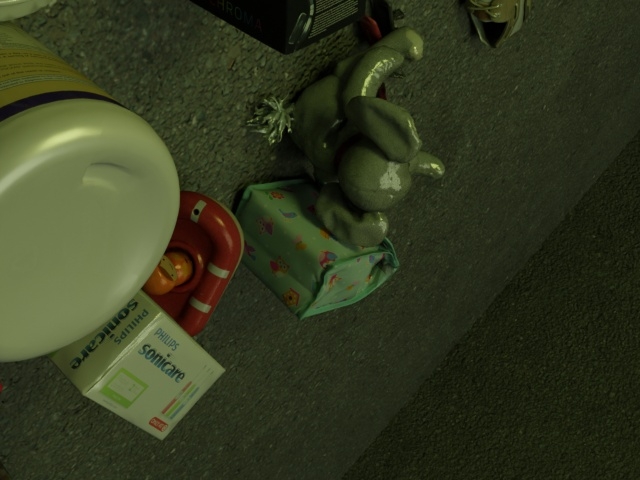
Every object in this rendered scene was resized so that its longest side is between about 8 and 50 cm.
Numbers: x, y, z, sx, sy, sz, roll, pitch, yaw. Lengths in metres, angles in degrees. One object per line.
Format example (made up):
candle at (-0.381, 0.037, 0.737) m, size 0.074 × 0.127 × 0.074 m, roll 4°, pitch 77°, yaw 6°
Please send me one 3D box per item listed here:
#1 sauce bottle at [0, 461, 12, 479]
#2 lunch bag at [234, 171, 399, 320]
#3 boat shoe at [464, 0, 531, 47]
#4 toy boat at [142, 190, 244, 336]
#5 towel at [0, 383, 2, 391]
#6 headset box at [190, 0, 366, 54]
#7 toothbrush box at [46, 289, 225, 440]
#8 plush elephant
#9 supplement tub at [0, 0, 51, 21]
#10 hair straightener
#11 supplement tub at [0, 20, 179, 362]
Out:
sauce bottle at (-0.587, 0.421, 1.104) m, size 0.344 × 0.111 × 0.111 m, roll -29°, pitch 144°, yaw -41°
lunch bag at (0.000, 0.000, 1.419) m, size 0.262 × 0.223 × 0.160 m, roll -15°, pitch 141°, yaw -51°
boat shoe at (0.332, -0.461, 1.533) m, size 0.103 × 0.113 × 0.302 m, roll -60°, pitch 154°, yaw -1°
toy boat at (-0.216, 0.040, 1.184) m, size 0.231 × 0.151 × 0.151 m, roll -62°, pitch 171°, yaw 13°
towel at (-0.427, 0.033, 0.782) m, size 0.031 × 0.199 × 0.275 m, roll -43°, pitch 143°, yaw -11°
headset box at (-0.071, -0.383, 0.843) m, size 0.131 × 0.246 × 0.283 m, roll -35°, pitch 148°, yaw -32°
toothbrush box at (-0.275, 0.083, 0.968) m, size 0.122 × 0.283 × 0.206 m, roll -48°, pitch 153°, yaw -12°
plush elephant at (0.081, -0.152, 1.306) m, size 0.330 × 0.255 × 0.271 m, roll -22°, pitch 152°, yaw -39°
supplement tub at (-0.241, -0.328, 0.569) m, size 0.228 × 0.228 × 0.316 m, roll -32°, pitch 173°, yaw -36°
hair straightener at (0.128, -0.352, 1.406) m, size 0.089 × 0.047 × 0.230 m, roll -51°, pitch 153°, yaw -5°
supplement tub at (-0.314, -0.076, 0.720) m, size 0.241 × 0.331 × 0.241 m, roll -37°, pitch 149°, yaw -27°
